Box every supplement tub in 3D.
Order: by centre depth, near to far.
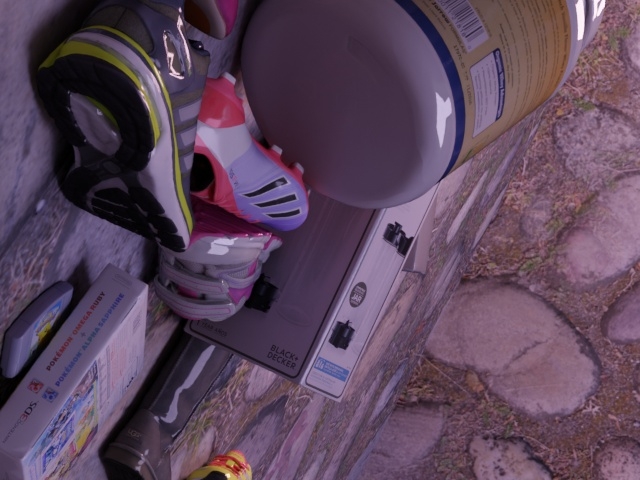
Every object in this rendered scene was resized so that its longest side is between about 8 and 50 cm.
[{"bbox_3d":[0.104,-0.190,1.587,0.316,0.228,0.228,-36,154,-40],"label":"supplement tub"}]

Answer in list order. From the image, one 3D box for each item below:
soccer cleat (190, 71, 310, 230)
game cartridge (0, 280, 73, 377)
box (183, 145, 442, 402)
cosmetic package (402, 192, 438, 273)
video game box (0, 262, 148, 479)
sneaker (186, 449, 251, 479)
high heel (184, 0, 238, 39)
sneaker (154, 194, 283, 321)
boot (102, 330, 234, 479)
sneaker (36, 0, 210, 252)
[{"bbox_3d":[-0.082,-0.060,1.484,0.095,0.083,0.248,-62,152,-17],"label":"soccer cleat"},{"bbox_3d":[-0.232,0.071,1.394,0.083,0.017,0.056,-49,159,-47],"label":"game cartridge"},{"bbox_3d":[0.000,0.000,1.747,0.087,0.169,0.290,30,82,-54],"label":"box"},{"bbox_3d":[0.069,-0.086,1.876,0.107,0.127,0.238,1,99,-78],"label":"cosmetic package"},{"bbox_3d":[-0.219,0.138,1.482,0.187,0.048,0.205,-58,173,-25],"label":"video game box"},{"bbox_3d":[-0.131,0.314,2.231,0.208,0.081,0.094,102,12,-72],"label":"sneaker"},{"bbox_3d":[-0.079,-0.238,1.205,0.117,0.082,0.244,-55,156,-14],"label":"high heel"},{"bbox_3d":[-0.106,0.024,1.605,0.111,0.103,0.252,-63,167,-1],"label":"sneaker"},{"bbox_3d":[-0.155,0.181,1.858,0.189,0.076,0.208,95,20,-65],"label":"boot"},{"bbox_3d":[-0.126,-0.089,1.271,0.121,0.111,0.300,-61,171,-23],"label":"sneaker"}]
